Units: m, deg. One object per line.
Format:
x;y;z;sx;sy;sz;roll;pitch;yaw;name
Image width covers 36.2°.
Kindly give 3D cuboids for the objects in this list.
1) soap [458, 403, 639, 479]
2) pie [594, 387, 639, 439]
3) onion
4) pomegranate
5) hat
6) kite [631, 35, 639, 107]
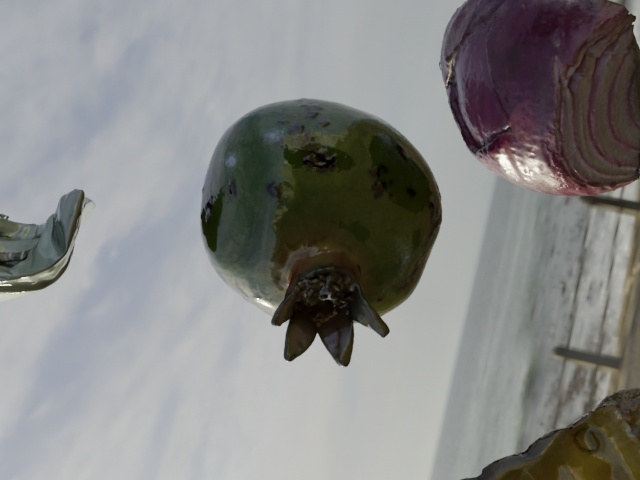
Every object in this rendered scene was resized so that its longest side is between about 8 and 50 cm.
0.212;0.266;0.701;0.257;0.160;0.080;61;175;30;soap
0.357;0.241;1.022;0.163;0.193;0.079;-49;-6;21;pie
0.210;-0.138;1.043;0.111;0.248;0.250;-47;-46;-28;onion
-0.003;-0.024;1.115;0.323;0.291;0.290;-75;-5;-76;pomegranate
-0.452;0.007;1.404;0.301;0.258;0.167;84;-168;-86;hat
0.562;-0.242;1.776;0.152;0.015;0.285;52;-135;-43;kite
